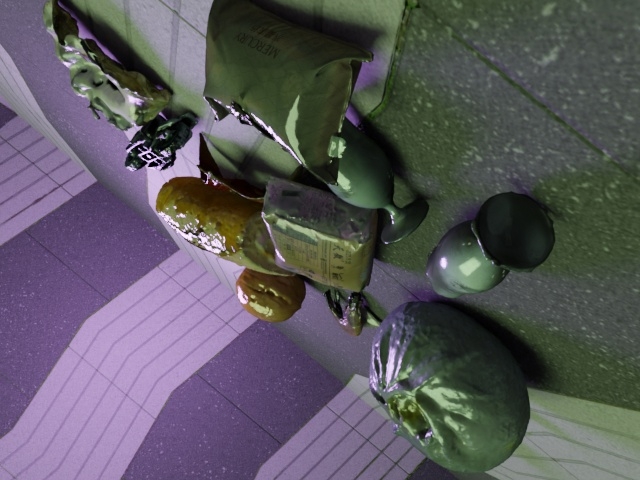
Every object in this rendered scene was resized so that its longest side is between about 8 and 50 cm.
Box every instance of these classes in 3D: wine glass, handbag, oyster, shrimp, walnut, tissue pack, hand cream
[{"bbox_3d":[0.208,0.020,0.685,0.103,0.103,0.222,38,163,6],"label":"wine glass"},{"bbox_3d":[-0.056,-0.190,0.637,0.270,0.117,0.183,36,129,31],"label":"handbag"},{"bbox_3d":[-0.478,-0.374,1.133,0.351,0.115,0.238,31,153,13],"label":"oyster"},{"bbox_3d":[0.069,0.181,1.451,0.152,0.046,0.219,47,153,28],"label":"shrimp"},{"bbox_3d":[-0.156,0.159,1.637,0.221,0.195,0.195,26,160,11],"label":"walnut"},{"bbox_3d":[0.058,-0.093,0.732,0.202,0.093,0.093,44,163,-20],"label":"wine glass"},{"bbox_3d":[0.000,0.000,0.996,0.215,0.123,0.257,17,160,10],"label":"tissue pack"},{"bbox_3d":[0.107,0.229,1.523,0.087,0.054,0.186,48,154,-10],"label":"hand cream"}]

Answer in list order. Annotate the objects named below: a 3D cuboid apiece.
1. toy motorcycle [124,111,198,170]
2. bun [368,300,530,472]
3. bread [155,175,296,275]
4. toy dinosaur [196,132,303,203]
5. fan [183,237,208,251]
[{"bbox_3d":[-0.371,-0.244,1.206,0.270,0.159,0.106,-7,144,46],"label":"toy motorcycle"},{"bbox_3d":[0.238,0.298,1.044,0.362,0.211,0.362,42,147,36],"label":"bun"},{"bbox_3d":[-0.227,-0.039,1.281,0.375,0.165,0.236,24,180,39],"label":"bread"},{"bbox_3d":[-0.157,-0.143,1.089,0.206,0.113,0.327,18,-177,-22],"label":"toy dinosaur"},{"bbox_3d":[-0.293,0.020,1.396,0.113,0.005,0.175,29,-174,35],"label":"fan"}]
